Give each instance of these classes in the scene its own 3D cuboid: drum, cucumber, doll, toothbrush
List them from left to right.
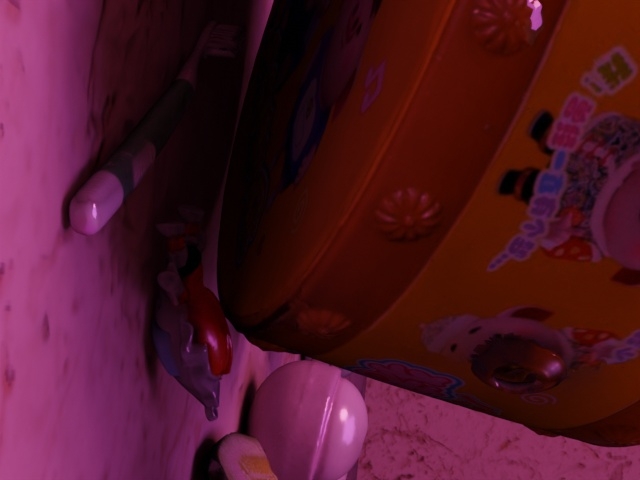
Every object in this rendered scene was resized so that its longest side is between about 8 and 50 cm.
[{"bbox_3d":[-0.069,-0.062,0.565,0.257,0.024,0.018,-70,164,-63],"label":"toothbrush"},{"bbox_3d":[-0.066,0.041,0.609,0.057,0.039,0.114,-141,-137,-64],"label":"doll"},{"bbox_3d":[-0.057,0.161,0.801,0.067,0.035,0.107,64,8,19],"label":"cucumber"},{"bbox_3d":[-0.026,0.233,0.913,0.160,0.094,0.365,93,6,-48],"label":"doll"},{"bbox_3d":[0.111,-0.113,0.639,0.431,0.214,0.431,-161,-90,-75],"label":"drum"}]

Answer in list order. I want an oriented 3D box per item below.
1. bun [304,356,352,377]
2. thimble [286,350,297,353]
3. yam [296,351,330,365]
[{"bbox_3d":[0.028,0.085,1.345,0.141,0.083,0.140,4,90,-82],"label":"bun"},{"bbox_3d":[0.008,0.034,1.067,0.118,0.090,0.135,81,13,-77],"label":"thimble"},{"bbox_3d":[0.000,0.000,0.889,0.107,0.107,0.183,89,11,-50],"label":"yam"}]
